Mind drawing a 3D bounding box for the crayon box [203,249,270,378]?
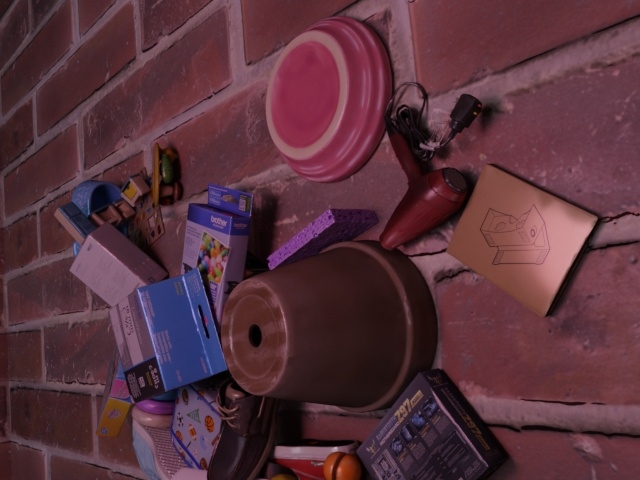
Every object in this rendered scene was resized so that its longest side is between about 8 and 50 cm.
[{"bbox_3d":[-0.239,0.169,1.490,0.202,0.081,0.319,33,114,43],"label":"crayon box"}]

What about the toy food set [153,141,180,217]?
[{"bbox_3d":[-0.428,-0.163,1.723,0.128,0.071,0.218,164,106,-71],"label":"toy food set"}]

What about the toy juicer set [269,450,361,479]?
[{"bbox_3d":[0.058,0.537,1.105,0.329,0.209,0.089,60,164,11],"label":"toy juicer set"}]

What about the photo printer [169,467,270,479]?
[{"bbox_3d":[-0.231,0.597,1.248,0.307,0.107,0.256,-5,42,29],"label":"photo printer"}]

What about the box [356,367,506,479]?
[{"bbox_3d":[0.177,0.361,1.042,0.183,0.059,0.233,52,126,34],"label":"box"}]

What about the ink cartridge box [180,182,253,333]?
[{"bbox_3d":[-0.242,0.034,1.392,0.185,0.065,0.311,18,101,46],"label":"ink cartridge box"}]

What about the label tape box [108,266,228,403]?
[{"bbox_3d":[-0.363,0.223,1.416,0.333,0.105,0.241,-30,75,50],"label":"label tape box"}]

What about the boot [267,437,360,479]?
[{"bbox_3d":[-0.015,0.492,1.236,0.244,0.088,0.176,-14,81,43],"label":"boot"}]

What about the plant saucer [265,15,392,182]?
[{"bbox_3d":[-0.005,-0.283,1.237,0.332,0.084,0.332,-1,88,49],"label":"plant saucer"}]

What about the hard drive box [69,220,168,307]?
[{"bbox_3d":[-0.581,0.091,1.775,0.232,0.089,0.181,41,126,-3],"label":"hard drive box"}]

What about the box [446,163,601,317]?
[{"bbox_3d":[0.299,-0.006,0.942,0.201,0.021,0.164,39,117,42],"label":"box"}]

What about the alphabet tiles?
[{"bbox_3d":[-0.541,-0.092,1.881,0.198,0.009,0.237,-32,66,43],"label":"alphabet tiles"}]

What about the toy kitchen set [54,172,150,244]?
[{"bbox_3d":[-0.631,-0.113,1.797,0.122,0.207,0.166,47,127,1],"label":"toy kitchen set"}]

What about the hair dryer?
[{"bbox_3d":[0.173,-0.117,1.066,0.223,0.080,0.294,32,107,59],"label":"hair dryer"}]

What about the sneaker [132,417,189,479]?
[{"bbox_3d":[-0.398,0.589,1.636,0.366,0.135,0.150,31,120,53],"label":"sneaker"}]

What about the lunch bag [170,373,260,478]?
[{"bbox_3d":[-0.248,0.473,1.474,0.303,0.115,0.243,32,115,44],"label":"lunch bag"}]

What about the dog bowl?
[{"bbox_3d":[-0.680,-0.047,1.930,0.074,0.166,0.297,-7,84,36],"label":"dog bowl"}]

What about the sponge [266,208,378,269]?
[{"bbox_3d":[0.000,0.000,1.201,0.210,0.117,0.031,-37,65,41],"label":"sponge"}]

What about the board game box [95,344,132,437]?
[{"bbox_3d":[-0.559,0.373,1.754,0.242,0.064,0.316,-96,28,-45],"label":"board game box"}]

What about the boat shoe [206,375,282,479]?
[{"bbox_3d":[-0.157,0.332,1.267,0.132,0.130,0.355,3,65,44],"label":"boat shoe"}]

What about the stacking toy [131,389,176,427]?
[{"bbox_3d":[-0.407,0.320,1.654,0.141,0.141,0.330,11,91,47],"label":"stacking toy"}]

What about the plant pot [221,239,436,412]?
[{"bbox_3d":[-0.010,0.156,1.091,0.323,0.280,0.323,-2,87,49],"label":"plant pot"}]
